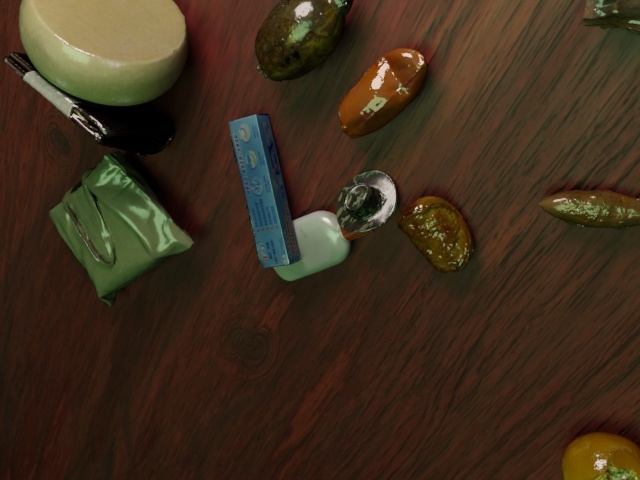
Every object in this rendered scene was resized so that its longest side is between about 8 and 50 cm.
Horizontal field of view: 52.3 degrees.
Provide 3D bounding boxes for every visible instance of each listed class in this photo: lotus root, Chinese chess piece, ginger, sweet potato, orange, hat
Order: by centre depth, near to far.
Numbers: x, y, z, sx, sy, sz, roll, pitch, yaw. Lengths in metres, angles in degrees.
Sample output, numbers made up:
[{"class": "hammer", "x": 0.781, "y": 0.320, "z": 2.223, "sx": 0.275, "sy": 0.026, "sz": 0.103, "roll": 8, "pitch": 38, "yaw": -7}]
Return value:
[{"class": "ginger", "x": 0.483, "y": -0.262, "z": 0.852, "sx": 0.290, "sy": 0.084, "sz": 0.122, "roll": 33, "pitch": 144, "yaw": 4}, {"class": "sweet potato", "x": 0.434, "y": -0.044, "z": 0.980, "sx": 0.206, "sy": 0.060, "sz": 0.068, "roll": 9, "pitch": 153, "yaw": 20}, {"class": "lotus root", "x": -0.030, "y": -0.329, "z": 1.022, "sx": 0.209, "sy": 0.120, "sz": 0.120, "roll": -35, "pitch": 95, "yaw": 36}, {"class": "Chinese chess piece", "x": -0.353, "y": -0.344, "z": 1.080, "sx": 0.273, "sy": 0.273, "sz": 0.102, "roll": 40, "pitch": 137, "yaw": 4}, {"class": "orange", "x": 0.490, "y": 0.407, "z": 1.113, "sx": 0.155, "sy": 0.134, "sz": 0.154, "roll": 13, "pitch": 125, "yaw": 20}, {"class": "hat", "x": 0.071, "y": -0.071, "z": 1.113, "sx": 0.121, "sy": 0.050, "sz": 0.121, "roll": -8, "pitch": 69, "yaw": 23}]

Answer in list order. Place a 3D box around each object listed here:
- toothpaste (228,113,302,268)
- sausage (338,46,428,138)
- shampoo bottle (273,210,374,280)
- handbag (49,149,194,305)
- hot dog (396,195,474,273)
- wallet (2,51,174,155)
[{"class": "toothpaste", "x": -0.100, "y": -0.088, "z": 1.176, "sx": 0.066, "sy": 0.053, "sz": 0.272, "roll": -10, "pitch": 95, "yaw": 26}, {"class": "sausage", "x": 0.099, "y": -0.235, "z": 1.035, "sx": 0.179, "sy": 0.089, "sz": 0.089, "roll": -38, "pitch": 94, "yaw": 30}, {"class": "shampoo bottle", "x": 0.000, "y": 0.000, "z": 1.200, "sx": 0.221, "sy": 0.051, "sz": 0.108, "roll": -21, "pitch": 98, "yaw": 31}, {"class": "handbag", "x": -0.430, "y": -0.024, "z": 1.357, "sx": 0.316, "sy": 0.109, "sz": 0.253, "roll": -31, "pitch": 94, "yaw": 38}, {"class": "hot dog", "x": 0.196, "y": -0.011, "z": 1.098, "sx": 0.147, "sy": 0.065, "sz": 0.099, "roll": 45, "pitch": 123, "yaw": -13}, {"class": "wallet", "x": -0.397, "y": -0.245, "z": 1.156, "sx": 0.221, "sy": 0.262, "sz": 0.071, "roll": 41, "pitch": 103, "yaw": 4}]
